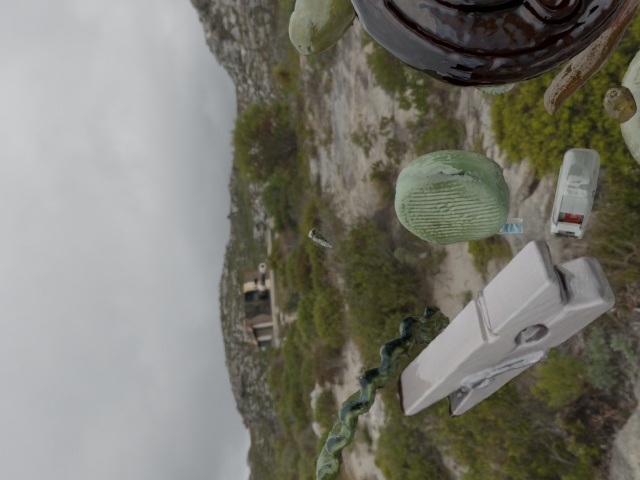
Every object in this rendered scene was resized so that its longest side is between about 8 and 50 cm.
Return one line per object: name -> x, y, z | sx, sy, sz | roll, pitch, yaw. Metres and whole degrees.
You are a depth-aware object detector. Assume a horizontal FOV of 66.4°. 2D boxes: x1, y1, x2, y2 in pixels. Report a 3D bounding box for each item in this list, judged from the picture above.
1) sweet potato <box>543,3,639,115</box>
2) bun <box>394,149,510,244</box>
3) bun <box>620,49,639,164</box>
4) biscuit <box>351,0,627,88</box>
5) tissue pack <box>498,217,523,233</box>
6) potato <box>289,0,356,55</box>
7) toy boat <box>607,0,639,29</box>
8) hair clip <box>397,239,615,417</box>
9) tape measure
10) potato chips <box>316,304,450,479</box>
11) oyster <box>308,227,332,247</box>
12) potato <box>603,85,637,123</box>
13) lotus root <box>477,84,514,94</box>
sweet potato -> 0.776, -0.523, 1.414 | 0.114, 0.092, 0.341 | -45, -10, -53
bun -> 0.248, -0.087, 0.937 | 0.221, 0.221, 0.108 | 90, -162, -51
bun -> 0.826, -0.293, 1.087 | 0.219, 0.365, 0.365 | 64, -160, -86
biscuit -> 0.226, -0.412, 0.645 | 0.091, 0.407, 0.408 | 2, -97, -87
tissue pack -> 0.681, -0.053, 1.782 | 0.074, 0.094, 0.059 | -16, -75, -81
potato -> 0.001, -0.520, 1.119 | 0.194, 0.157, 0.157 | -59, 1, -6
toy boat -> 0.681, -0.581, 1.088 | 0.099, 0.141, 0.318 | 45, 129, 29
hair clip -> 0.207, 0.128, 0.612 | 0.331, 0.101, 0.085 | 114, 167, -45
tape measure -> 0.872, -0.161, 1.668 | 0.265, 0.130, 0.258 | 41, -116, -64
potato chips -> 0.108, 0.265, 0.890 | 0.358, 0.070, 0.429 | -53, -16, -1
oyster -> 0.000, 0.000, 1.716 | 0.100, 0.037, 0.098 | 43, -172, -4
potato -> 0.582, -0.265, 0.952 | 0.083, 0.051, 0.040 | 46, -143, -31
lotus root -> 0.732, -0.708, 2.022 | 0.078, 0.183, 0.204 | -61, 1, -43
